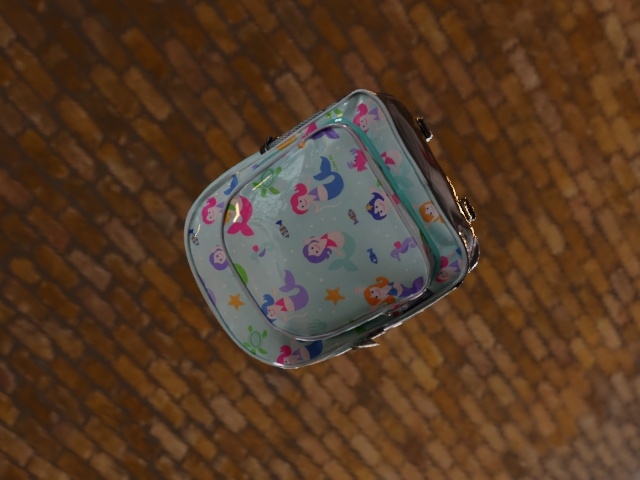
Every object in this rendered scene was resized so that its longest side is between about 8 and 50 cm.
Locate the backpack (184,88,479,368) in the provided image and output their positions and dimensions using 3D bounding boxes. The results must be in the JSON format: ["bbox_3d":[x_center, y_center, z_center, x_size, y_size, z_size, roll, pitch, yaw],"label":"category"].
[{"bbox_3d":[0.000,0.000,1.378,0.225,0.253,0.191,61,-160,1],"label":"backpack"}]
